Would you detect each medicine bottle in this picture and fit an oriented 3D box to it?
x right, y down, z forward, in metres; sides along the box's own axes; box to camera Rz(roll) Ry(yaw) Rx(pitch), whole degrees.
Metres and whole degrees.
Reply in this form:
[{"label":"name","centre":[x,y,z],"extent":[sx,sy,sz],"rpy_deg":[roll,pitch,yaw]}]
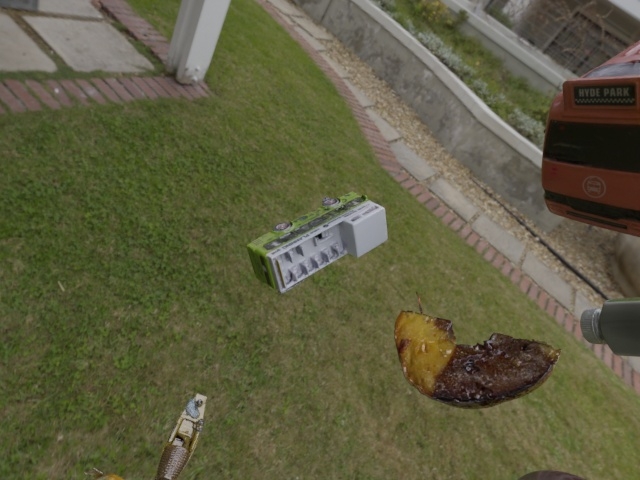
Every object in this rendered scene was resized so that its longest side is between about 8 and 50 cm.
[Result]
[{"label":"medicine bottle","centre":[0.721,0.199,0.932],"extent":[0.088,0.189,0.131],"rpy_deg":[-3,82,-27]}]

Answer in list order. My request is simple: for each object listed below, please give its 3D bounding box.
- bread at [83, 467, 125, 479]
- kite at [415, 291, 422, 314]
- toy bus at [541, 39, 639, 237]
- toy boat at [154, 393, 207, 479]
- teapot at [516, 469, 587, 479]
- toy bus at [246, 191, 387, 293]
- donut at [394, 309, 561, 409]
[{"label":"bread","centre":[-0.245,0.303,0.403],"extent":[0.073,0.149,0.122],"rpy_deg":[45,32,-11]},{"label":"kite","centre":[0.267,0.221,1.042],"extent":[0.232,0.010,0.188],"rpy_deg":[-31,108,-78]},{"label":"toy bus","centre":[0.527,-0.192,0.568],"extent":[0.427,0.232,0.203],"rpy_deg":[-32,28,-13]},{"label":"toy boat","centre":[-0.218,0.317,0.644],"extent":[0.047,0.048,0.149],"rpy_deg":[28,36,-9]},{"label":"teapot","centre":[0.440,0.567,0.666],"extent":[0.233,0.314,0.312],"rpy_deg":[45,29,17]},{"label":"toy bus","centre":[0.000,0.000,0.890],"extent":[0.302,0.113,0.139],"rpy_deg":[-29,35,-26]},{"label":"donut","centre":[0.262,0.238,0.725],"extent":[0.112,0.295,0.151],"rpy_deg":[46,63,-35]}]
